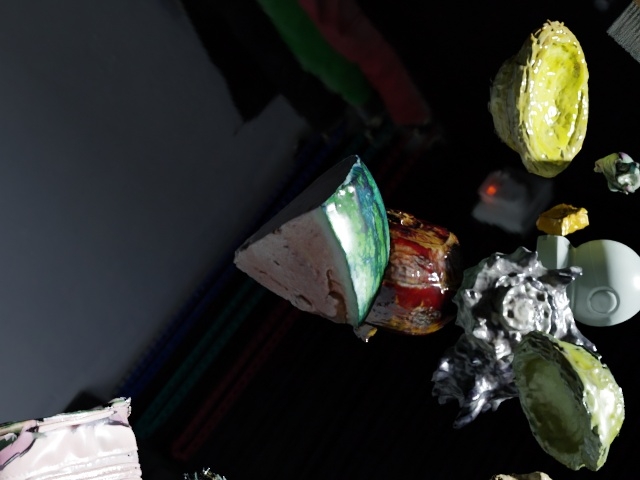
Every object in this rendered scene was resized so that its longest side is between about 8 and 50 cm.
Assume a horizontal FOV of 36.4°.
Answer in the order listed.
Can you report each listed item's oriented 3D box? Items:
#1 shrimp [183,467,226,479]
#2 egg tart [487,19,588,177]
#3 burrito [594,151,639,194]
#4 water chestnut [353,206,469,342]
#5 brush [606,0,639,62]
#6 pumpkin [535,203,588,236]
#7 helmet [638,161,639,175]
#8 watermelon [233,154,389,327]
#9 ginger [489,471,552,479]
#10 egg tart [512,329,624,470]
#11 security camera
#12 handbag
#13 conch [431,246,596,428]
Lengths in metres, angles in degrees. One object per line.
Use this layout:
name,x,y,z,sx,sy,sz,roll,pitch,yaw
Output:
shrimp,-0.205,0.500,1.897,0.082,0.076,0.174,18,1,-42
egg tart,0.486,-0.315,2.176,0.132,0.345,0.345,9,-29,42
burrito,0.657,-0.149,2.127,0.096,0.066,0.309,51,9,4
water chestnut,0.155,0.093,2.157,0.350,0.302,0.350,17,18,-6
brush,0.452,-0.311,1.120,0.103,0.013,0.272,48,-52,15
pumpkin,0.475,-0.036,1.916,0.083,0.074,0.054,26,-45,61
helmet,0.446,-0.081,1.256,0.089,0.057,0.111,32,-2,33
watermelon,0.028,0.014,1.588,0.319,0.292,0.222,-32,-84,42
ginger,0.322,0.396,1.314,0.258,0.149,0.065,22,21,-14
egg tart,0.314,0.195,1.236,0.197,0.078,0.197,55,-22,36
security camera,0.574,0.083,2.063,0.236,0.195,0.194,2,-24,13
handbag,-0.244,0.225,0.835,0.205,0.179,0.116,-4,64,-50
conch,0.284,0.148,1.523,0.240,0.313,0.186,30,11,-33
